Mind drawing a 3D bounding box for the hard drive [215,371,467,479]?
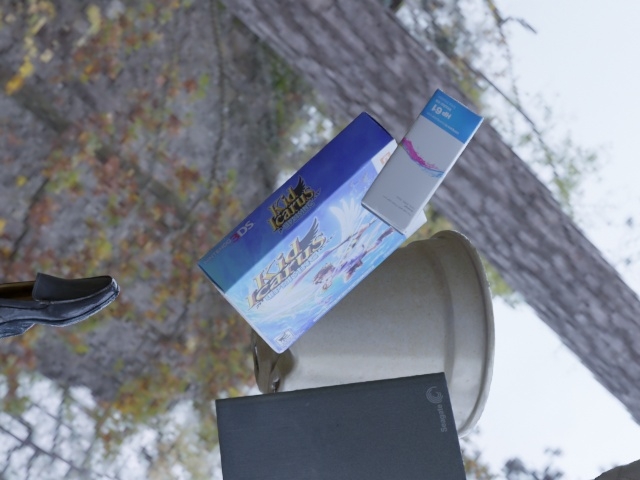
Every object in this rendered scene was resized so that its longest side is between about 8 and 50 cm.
[{"bbox_3d":[0.012,0.127,0.664,0.022,0.135,0.094,92,-9,-60],"label":"hard drive"}]

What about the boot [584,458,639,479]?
[{"bbox_3d":[0.229,0.270,0.758,0.123,0.095,0.258,-27,-114,36],"label":"boot"}]

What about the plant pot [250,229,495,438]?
[{"bbox_3d":[0.063,0.149,1.844,0.334,0.305,0.333,180,-90,-72],"label":"plant pot"}]

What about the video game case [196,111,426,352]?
[{"bbox_3d":[0.000,0.000,1.463,0.269,0.244,0.061,-43,-117,-5],"label":"video game case"}]

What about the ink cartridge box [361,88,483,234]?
[{"bbox_3d":[0.089,-0.068,1.062,0.122,0.052,0.088,-57,177,0],"label":"ink cartridge box"}]

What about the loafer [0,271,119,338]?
[{"bbox_3d":[-0.325,0.067,1.401,0.170,0.061,0.062,-16,-152,-3],"label":"loafer"}]
